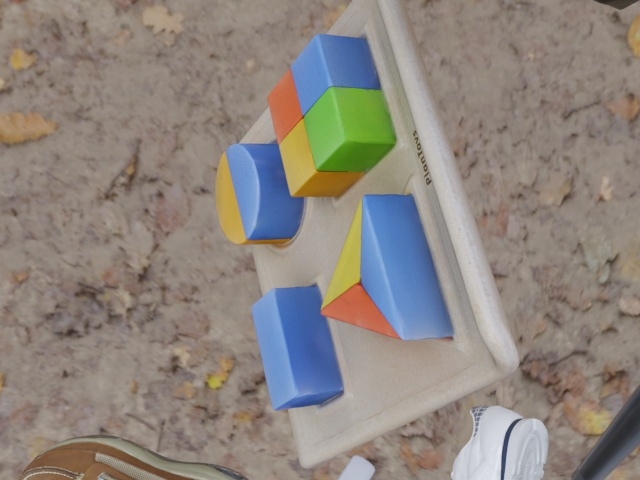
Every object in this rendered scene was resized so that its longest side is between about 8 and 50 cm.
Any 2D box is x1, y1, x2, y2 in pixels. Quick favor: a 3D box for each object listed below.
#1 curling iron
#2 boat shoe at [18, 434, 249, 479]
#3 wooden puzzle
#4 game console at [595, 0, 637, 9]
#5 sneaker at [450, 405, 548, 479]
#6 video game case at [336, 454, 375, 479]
[{"bbox_3d":[0.229,0.079,0.607,0.035,0.274,0.068,-25,51,-38],"label":"curling iron"},{"bbox_3d":[-0.227,0.309,1.045,0.324,0.120,0.122,0,111,27],"label":"boat shoe"},{"bbox_3d":[0.000,0.000,0.742,0.081,0.348,0.322,-4,68,-27],"label":"wooden puzzle"},{"bbox_3d":[0.037,-0.238,0.550,0.044,0.213,0.361,-63,34,22],"label":"game console"},{"bbox_3d":[0.195,0.313,1.073,0.095,0.090,0.235,10,80,44],"label":"sneaker"},{"bbox_3d":[-0.064,0.438,1.028,0.036,0.300,0.329,32,40,11],"label":"video game case"}]
